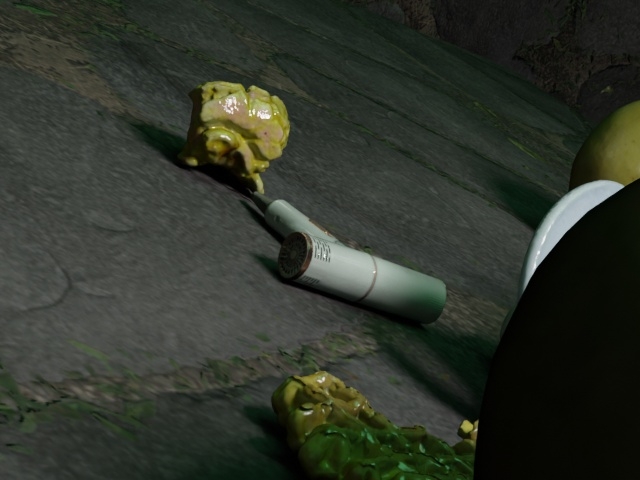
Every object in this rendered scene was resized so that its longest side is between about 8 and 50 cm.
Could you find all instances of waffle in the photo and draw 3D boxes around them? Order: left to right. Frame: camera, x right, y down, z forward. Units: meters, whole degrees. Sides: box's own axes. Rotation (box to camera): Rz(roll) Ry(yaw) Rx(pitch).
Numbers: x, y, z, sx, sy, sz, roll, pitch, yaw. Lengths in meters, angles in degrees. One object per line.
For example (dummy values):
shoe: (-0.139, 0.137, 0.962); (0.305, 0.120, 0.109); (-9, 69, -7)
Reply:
waffle: (0.063, 0.136, 0.831); (0.194, 0.051, 0.149); (19, 17, -17)

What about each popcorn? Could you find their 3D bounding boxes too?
popcorn: (-0.078, -0.097, 1.265); (0.096, 0.109, 0.089); (-2, 46, 12)

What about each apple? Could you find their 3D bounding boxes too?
apple: (0.439, -0.052, 1.801); (0.262, 0.262, 0.262); (27, 15, -8)

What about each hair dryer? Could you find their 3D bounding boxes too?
hair dryer: (0.005, 0.002, 1.195); (0.155, 0.044, 0.183); (21, 14, -35)

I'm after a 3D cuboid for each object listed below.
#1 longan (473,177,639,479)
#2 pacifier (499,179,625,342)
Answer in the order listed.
longan: (0.257, 0.126, 0.633); (0.404, 0.336, 0.404); (16, 37, -13)
pacifier: (0.234, 0.090, 1.110); (0.299, 0.244, 0.233); (17, -12, -32)
